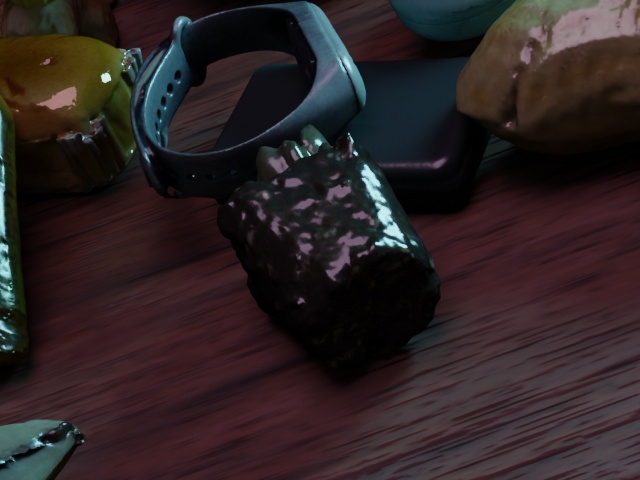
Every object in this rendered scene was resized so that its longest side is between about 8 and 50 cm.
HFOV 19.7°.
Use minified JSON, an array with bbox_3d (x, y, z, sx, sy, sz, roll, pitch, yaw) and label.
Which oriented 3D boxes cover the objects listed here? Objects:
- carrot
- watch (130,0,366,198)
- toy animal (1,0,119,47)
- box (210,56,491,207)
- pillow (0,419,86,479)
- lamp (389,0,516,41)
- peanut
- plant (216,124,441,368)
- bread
[{"bbox_3d":[-0.275,-0.011,1.508,0.070,0.070,0.260,-15,61,6],"label":"carrot"},{"bbox_3d":[-0.069,-0.123,1.534,0.193,0.068,0.206,-22,40,-3],"label":"watch"},{"bbox_3d":[-0.256,-0.254,1.753,0.104,0.185,0.184,-3,41,22],"label":"toy animal"},{"bbox_3d":[0.029,-0.091,1.544,0.230,0.050,0.160,1,43,24],"label":"box"},{"bbox_3d":[-0.354,0.230,1.266,0.310,0.119,0.312,5,44,23],"label":"pillow"},{"bbox_3d":[0.181,-0.276,1.622,0.284,0.147,0.209,-28,36,-24],"label":"lamp"},{"bbox_3d":[0.276,-0.152,1.436,0.340,0.158,0.174,-4,70,26],"label":"peanut"},{"bbox_3d":[0.000,0.000,1.384,0.132,0.129,0.194,-27,41,-9],"label":"plant"},{"bbox_3d":[-0.280,-0.114,1.662,0.241,0.107,0.136,0,45,24],"label":"bread"}]
